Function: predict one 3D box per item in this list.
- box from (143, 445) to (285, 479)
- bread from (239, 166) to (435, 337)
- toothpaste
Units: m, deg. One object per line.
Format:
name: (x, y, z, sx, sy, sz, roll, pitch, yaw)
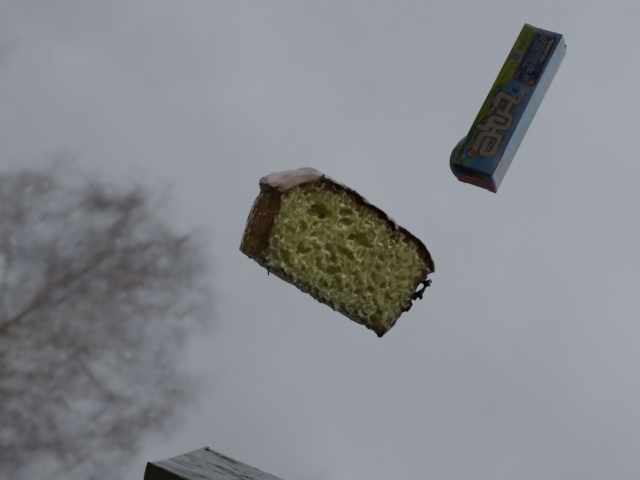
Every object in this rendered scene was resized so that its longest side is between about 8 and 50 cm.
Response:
box: (-0.108, 0.337, 1.631, 0.155, 0.231, 0.149, 19, 5, 16)
bread: (-0.002, 0.000, 1.901, 0.260, 0.129, 0.134, 33, -3, -39)
toothpaste: (0.201, -0.151, 1.880, 0.070, 0.193, 0.044, 20, -21, 23)
